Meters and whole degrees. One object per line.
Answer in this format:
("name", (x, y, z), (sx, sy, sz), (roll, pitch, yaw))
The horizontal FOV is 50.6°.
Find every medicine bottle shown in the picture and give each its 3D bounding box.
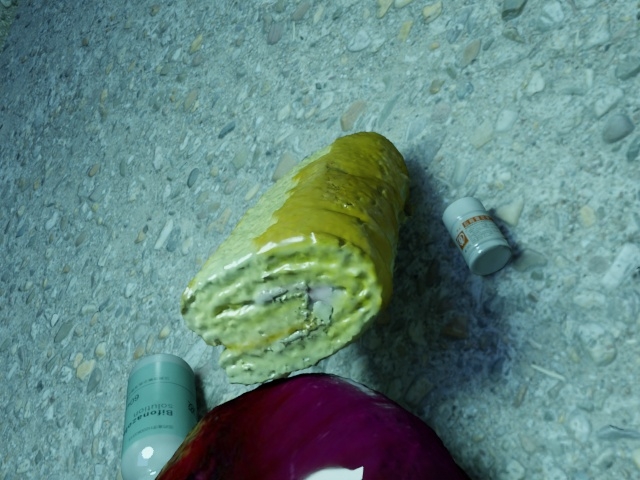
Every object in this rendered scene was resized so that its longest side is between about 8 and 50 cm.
("medicine bottle", (0.195, -0.006, 0.846), (0.057, 0.057, 0.089), (-41, 45, 21))
("medicine bottle", (-0.230, 0.305, 0.975), (0.110, 0.110, 0.352), (-49, 26, 13))

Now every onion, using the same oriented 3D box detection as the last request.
("onion", (-0.067, 0.297, 0.672), (0.398, 0.420, 0.399), (-31, 41, 32))

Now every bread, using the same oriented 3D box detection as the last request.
("bread", (0.000, 0.000, 0.851), (0.236, 0.165, 0.375), (-29, 15, 21))
